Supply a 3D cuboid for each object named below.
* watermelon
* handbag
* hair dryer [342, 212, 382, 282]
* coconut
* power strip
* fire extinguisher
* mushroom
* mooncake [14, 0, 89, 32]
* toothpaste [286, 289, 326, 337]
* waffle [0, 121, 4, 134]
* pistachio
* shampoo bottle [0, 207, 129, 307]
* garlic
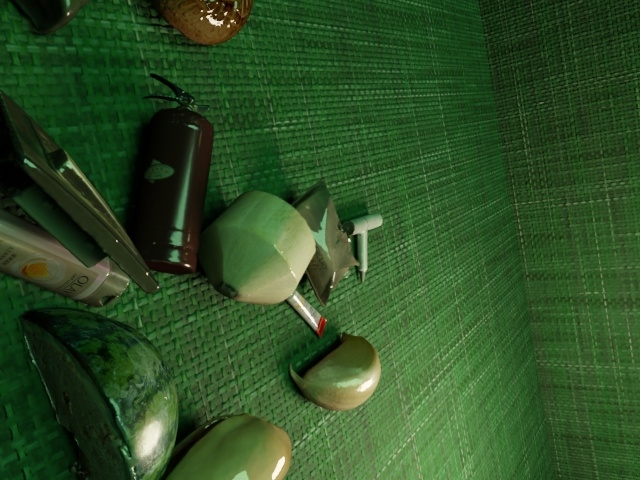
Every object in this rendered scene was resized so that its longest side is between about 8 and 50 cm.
[{"bbox_3d":[-0.312,0.224,0.839,0.224,0.180,0.305,-142,-146,-78],"label":"watermelon"},{"bbox_3d":[0.000,0.000,1.308,0.182,0.117,0.270,-45,122,-31],"label":"handbag"},{"bbox_3d":[0.120,0.025,1.539,0.155,0.044,0.183,-18,105,-52],"label":"hair dryer"},{"bbox_3d":[-0.123,0.024,1.066,0.202,0.202,0.222,62,39,-27],"label":"coconut"},{"bbox_3d":[-0.344,-0.054,0.759,0.092,0.251,0.257,-42,134,-13],"label":"power strip"},{"bbox_3d":[-0.257,-0.118,0.980,0.136,0.114,0.337,13,73,-24],"label":"fire extinguisher"},{"bbox_3d":[-0.218,-0.491,1.060,0.253,0.153,0.253,-3,94,-62],"label":"mushroom"},{"bbox_3d":[-0.414,-0.391,0.814,0.175,0.104,0.168,-3,93,-51],"label":"mooncake"},{"bbox_3d":[-0.036,0.158,1.309,0.190,0.031,0.048,51,44,-40],"label":"toothpaste"},{"bbox_3d":[-0.514,-0.157,0.686,0.228,0.051,0.231,48,48,-35],"label":"waffle"},{"bbox_3d":[-0.173,0.406,0.952,0.299,0.188,0.187,-31,111,-41],"label":"pistachio"},{"bbox_3d":[-0.385,0.028,0.803,0.227,0.086,0.055,37,28,-46],"label":"shampoo bottle"},{"bbox_3d":[0.046,0.314,1.335,0.245,0.145,0.164,-17,67,-52],"label":"garlic"}]
